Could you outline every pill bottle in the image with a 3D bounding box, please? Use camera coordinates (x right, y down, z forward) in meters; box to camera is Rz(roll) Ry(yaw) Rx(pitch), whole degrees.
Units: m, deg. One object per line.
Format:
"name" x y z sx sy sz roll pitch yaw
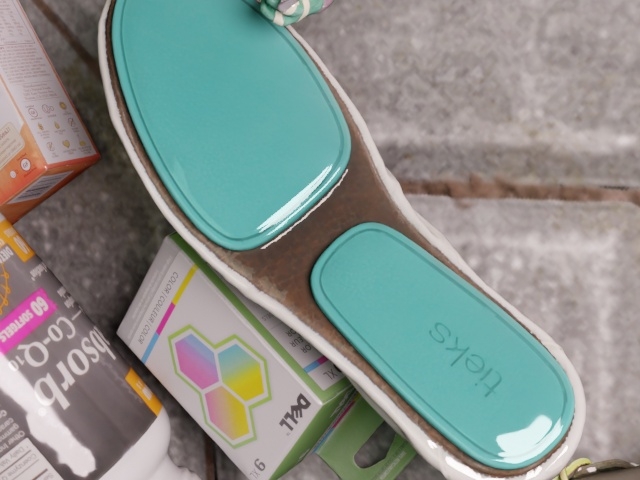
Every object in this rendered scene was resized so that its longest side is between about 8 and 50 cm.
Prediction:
"pill bottle" -0.206 0.125 0.891 0.162 0.162 0.278 -34 100 31

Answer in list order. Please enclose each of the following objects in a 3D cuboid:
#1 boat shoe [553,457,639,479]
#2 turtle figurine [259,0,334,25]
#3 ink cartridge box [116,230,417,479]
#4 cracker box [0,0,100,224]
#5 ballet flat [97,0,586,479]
"boat shoe" 0.144 0.187 0.757 0.091 0.109 0.305 49 123 7
"turtle figurine" 0.018 -0.203 0.746 0.234 0.118 0.175 30 99 38
"ink cartridge box" -0.035 0.092 0.853 0.209 0.062 0.109 46 134 14
"cracker box" -0.287 -0.121 0.967 0.156 0.067 0.232 -32 83 31
"ballet flat" 0.000 0.000 0.793 0.400 0.139 0.139 48 119 14
